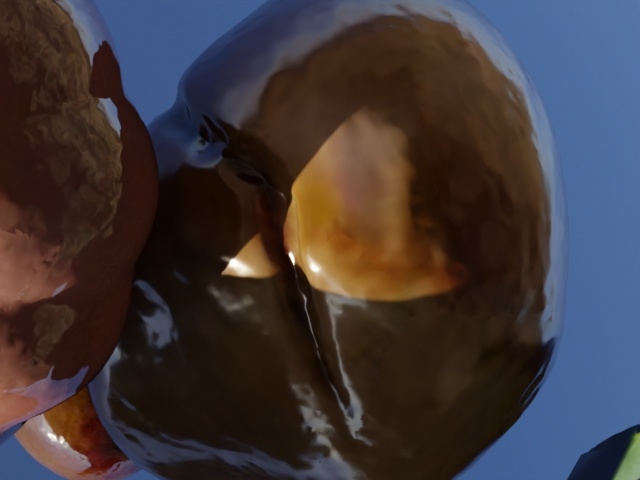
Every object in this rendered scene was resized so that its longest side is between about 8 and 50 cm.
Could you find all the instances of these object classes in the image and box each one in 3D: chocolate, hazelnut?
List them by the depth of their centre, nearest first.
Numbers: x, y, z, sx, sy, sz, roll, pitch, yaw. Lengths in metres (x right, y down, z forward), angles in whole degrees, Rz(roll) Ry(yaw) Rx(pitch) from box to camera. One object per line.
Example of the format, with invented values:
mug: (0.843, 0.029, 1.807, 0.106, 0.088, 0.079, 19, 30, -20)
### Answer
hazelnut: (0.000, 0.000, 0.723, 0.315, 0.372, 0.372, 33, -114, -40)
chocolate: (-0.178, 0.111, 0.868, 0.176, 0.176, 0.177, 5, -99, -33)

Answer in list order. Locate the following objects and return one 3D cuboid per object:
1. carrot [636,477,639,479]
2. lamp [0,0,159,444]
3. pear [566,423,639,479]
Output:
carrot: (0.197, 0.214, 0.762, 0.043, 0.043, 0.248, 37, -76, -24)
lamp: (-0.233, -0.025, 0.516, 0.305, 0.305, 0.239, 66, -165, -9)
pear: (0.307, 0.351, 0.837, 0.165, 0.399, 0.399, 22, -108, -20)
